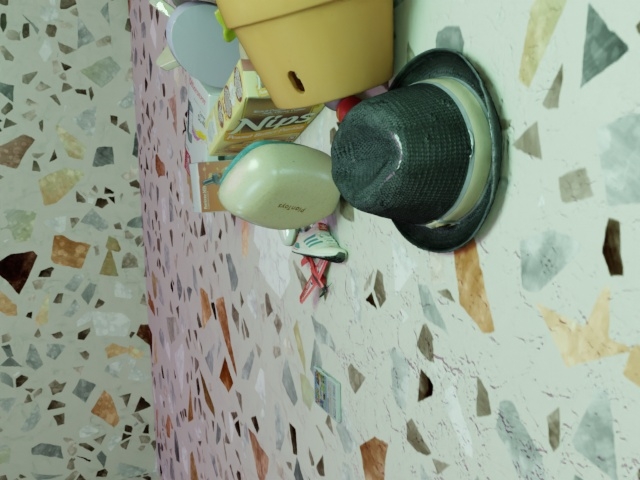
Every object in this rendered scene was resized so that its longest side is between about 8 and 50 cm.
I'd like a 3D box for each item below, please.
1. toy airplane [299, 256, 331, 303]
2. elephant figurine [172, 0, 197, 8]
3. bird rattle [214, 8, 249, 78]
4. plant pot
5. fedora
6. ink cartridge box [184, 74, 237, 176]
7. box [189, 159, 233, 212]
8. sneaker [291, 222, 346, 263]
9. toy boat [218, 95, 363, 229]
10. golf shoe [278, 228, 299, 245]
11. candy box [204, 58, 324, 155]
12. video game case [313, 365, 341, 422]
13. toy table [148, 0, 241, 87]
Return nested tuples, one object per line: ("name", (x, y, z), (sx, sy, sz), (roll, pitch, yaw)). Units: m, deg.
("toy airplane", (-0.016, 0.062, 1.544), (0.151, 0.028, 0.151), (-13, 74, 53))
("elephant figurine", (-0.337, -0.651, 1.855), (0.239, 0.186, 0.169), (83, 167, -53))
("bird rattle", (-0.142, -0.413, 1.625), (0.207, 0.143, 0.253), (17, 115, 48))
("plant pot", (-0.002, -0.335, 1.150), (0.291, 0.291, 0.203), (24, 134, 64))
("fedora", (0.112, -0.126, 1.053), (0.334, 0.152, 0.334), (175, 90, -67))
("ink cartridge box", (-0.280, -0.291, 1.959), (0.226, 0.131, 0.306), (-127, 37, -51))
("box", (-0.239, -0.139, 1.844), (0.091, 0.170, 0.130), (-172, 77, -66))
("sneaker", (0.000, 0.000, 1.464), (0.161, 0.057, 0.075), (8, 83, 58))
("toy boat", (-0.031, -0.156, 1.338), (0.318, 0.267, 0.148), (-45, 56, 23))
("golf shoe", (-0.102, -0.072, 1.650), (0.067, 0.086, 0.186), (138, 122, -60))
("candy box", (-0.118, -0.273, 1.515), (0.316, 0.183, 0.087), (147, 114, -64))
("video game case", (0.014, 0.332, 1.566), (0.122, 0.011, 0.087), (-158, 64, -64))
("toy table", (-0.289, -0.499, 1.748), (0.161, 0.252, 0.274), (44, 178, 36))
